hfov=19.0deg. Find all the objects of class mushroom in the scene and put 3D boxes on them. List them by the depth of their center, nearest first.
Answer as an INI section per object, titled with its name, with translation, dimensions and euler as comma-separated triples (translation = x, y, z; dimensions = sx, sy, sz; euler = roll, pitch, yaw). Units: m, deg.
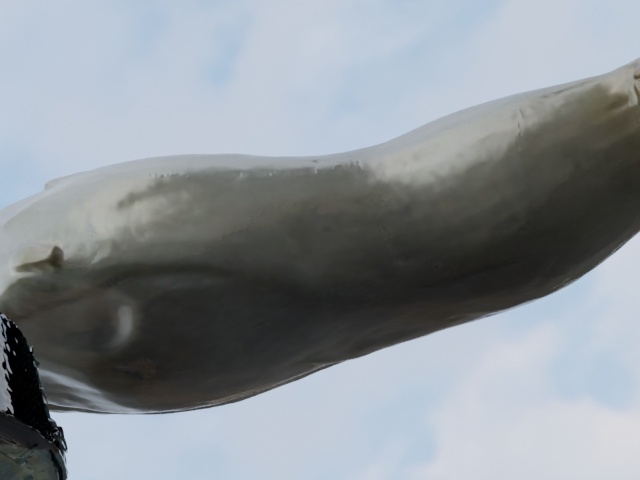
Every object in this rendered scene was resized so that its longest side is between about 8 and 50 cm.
[mushroom]
translation = 0.001, 0.002, 0.804
dimensions = 0.351, 0.097, 0.109
euler = -13, -57, -2

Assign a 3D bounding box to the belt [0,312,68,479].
[belt]
translation = -0.139, 0.061, 0.578
dimensions = 0.105, 0.058, 0.140
euler = -38, -37, 21
